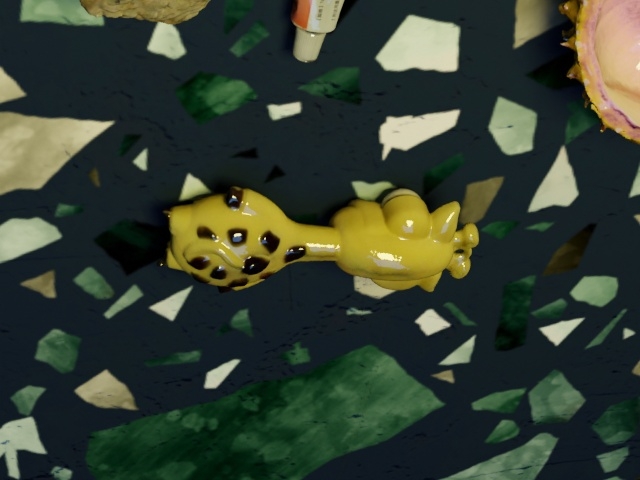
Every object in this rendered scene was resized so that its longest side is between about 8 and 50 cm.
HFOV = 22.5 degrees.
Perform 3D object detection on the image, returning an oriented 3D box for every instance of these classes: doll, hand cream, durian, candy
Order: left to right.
[{"bbox_3d":[-0.134,-0.214,1.233,0.110,0.085,0.095,13,136,-38],"label":"candy"},{"bbox_3d":[0.000,-0.001,1.452,0.291,0.086,0.117,1,135,-12],"label":"doll"},{"bbox_3d":[0.007,-0.239,1.276,0.052,0.038,0.216,-14,133,-37],"label":"hand cream"},{"bbox_3d":[0.284,-0.223,1.316,0.191,0.112,0.341,-6,125,3],"label":"durian"}]
